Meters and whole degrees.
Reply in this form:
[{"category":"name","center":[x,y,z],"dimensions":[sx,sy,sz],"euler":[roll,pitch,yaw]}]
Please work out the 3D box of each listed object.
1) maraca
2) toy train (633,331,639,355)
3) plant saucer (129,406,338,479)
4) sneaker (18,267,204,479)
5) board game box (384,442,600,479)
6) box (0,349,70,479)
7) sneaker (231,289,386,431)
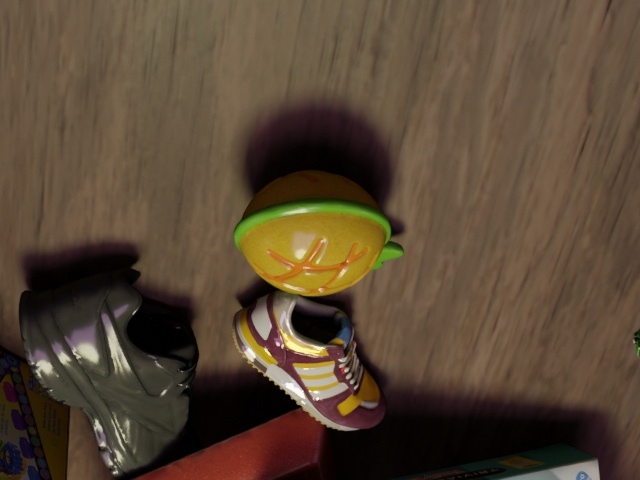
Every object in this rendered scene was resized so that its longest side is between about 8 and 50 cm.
[{"category":"maraca","center":[0.000,0.000,1.481],"dimensions":[0.127,0.099,0.185],"euler":[-8,162,17]},{"category":"toy train","center":[0.326,0.093,1.622],"dimensions":[0.083,0.024,0.017],"euler":[-2,136,4]},{"category":"plant saucer","center":[-0.094,0.282,1.716],"dimensions":[0.259,0.048,0.258],"euler":[-23,145,-10]},{"category":"sneaker","center":[-0.157,0.133,1.618],"dimensions":[0.130,0.109,0.286],"euler":[-23,136,9]},{"category":"board game box","center":[0.107,0.348,1.675],"dimensions":[0.336,0.079,0.254],"euler":[-9,98,-20]},{"category":"box","center":[-0.427,0.212,1.628],"dimensions":[0.279,0.177,0.290],"euler":[32,124,-31]},{"category":"sneaker","center":[0.009,0.108,1.609],"dimensions":[0.084,0.069,0.185],"euler":[-29,130,34]}]
